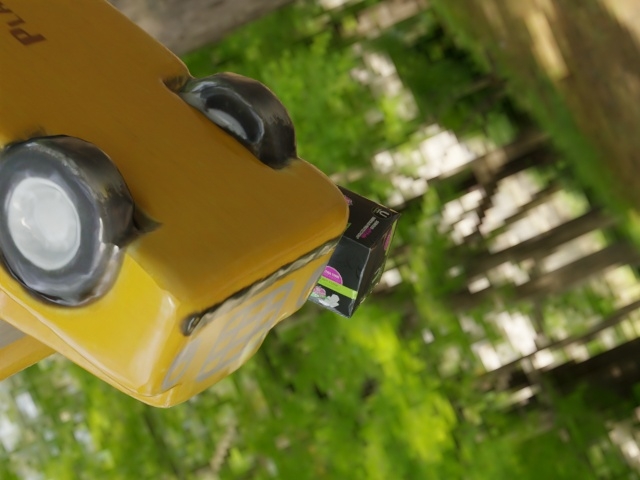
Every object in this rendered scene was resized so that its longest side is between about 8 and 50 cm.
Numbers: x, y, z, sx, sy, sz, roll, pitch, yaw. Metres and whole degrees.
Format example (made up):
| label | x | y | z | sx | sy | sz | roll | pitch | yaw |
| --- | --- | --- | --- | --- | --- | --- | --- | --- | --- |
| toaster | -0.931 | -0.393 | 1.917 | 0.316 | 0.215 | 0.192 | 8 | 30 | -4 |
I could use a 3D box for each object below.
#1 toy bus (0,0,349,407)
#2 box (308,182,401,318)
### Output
| label | x | y | z | sx | sy | sz | roll | pitch | yaw |
| --- | --- | --- | --- | --- | --- | --- | --- | --- | --- |
| toy bus | -0.156 | -0.057 | 0.626 | 0.333 | 0.130 | 0.108 | 39 | -147 | 15 |
| box | 0.000 | 0.000 | 1.183 | 0.052 | 0.083 | 0.062 | -47 | -22 | -50 |
